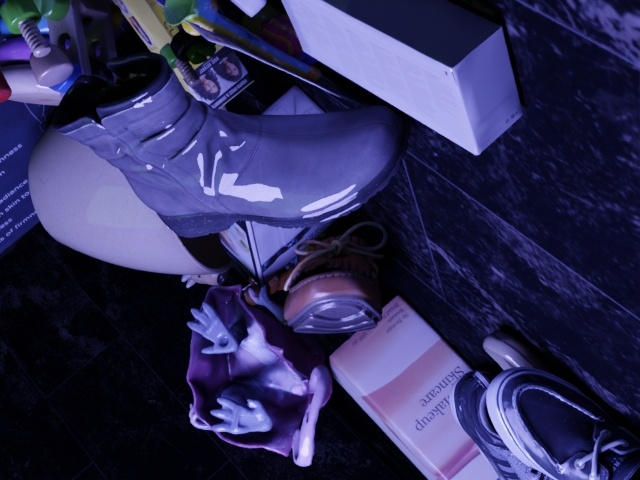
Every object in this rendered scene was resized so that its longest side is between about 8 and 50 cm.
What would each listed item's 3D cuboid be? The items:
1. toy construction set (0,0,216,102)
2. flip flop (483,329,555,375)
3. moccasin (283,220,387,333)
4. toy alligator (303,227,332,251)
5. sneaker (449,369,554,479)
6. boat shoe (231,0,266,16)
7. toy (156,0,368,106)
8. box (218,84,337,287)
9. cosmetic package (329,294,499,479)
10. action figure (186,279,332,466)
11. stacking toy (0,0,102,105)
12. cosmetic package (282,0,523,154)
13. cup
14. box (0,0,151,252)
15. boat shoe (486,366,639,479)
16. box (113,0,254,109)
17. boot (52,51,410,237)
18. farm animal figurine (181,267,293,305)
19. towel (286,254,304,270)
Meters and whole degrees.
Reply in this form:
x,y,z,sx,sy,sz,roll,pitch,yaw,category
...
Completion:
x,y,z,sx,sy,sz,roll,pitch,yaw,category
-0.268,-0.296,1.124,0.237,0.309,0.257,58,143,10,toy construction set
0.283,0.230,1.237,0.277,0.080,0.112,49,168,1,flip flop
0.026,0.050,1.400,0.380,0.139,0.147,0,-93,-81,moccasin
0.000,0.000,1.620,0.051,0.056,0.189,-15,123,31,toy alligator
0.276,0.281,1.356,0.268,0.101,0.153,50,171,11,sneaker
-0.120,-0.332,0.947,0.267,0.088,0.096,54,-174,8,boat shoe
-0.055,-0.212,1.049,0.237,0.056,0.137,11,-157,-47,toy
-0.056,-0.061,1.356,0.087,0.169,0.290,44,165,14,box
0.165,0.245,1.534,0.296,0.153,0.129,44,168,16,cosmetic package
-0.048,0.182,1.479,0.276,0.248,0.370,13,173,23,action figure
-0.332,-0.339,1.270,0.141,0.141,0.330,180,92,-74,stacking toy
0.060,-0.170,0.863,0.239,0.060,0.099,39,166,40,cosmetic package
-0.281,-0.096,1.500,0.331,0.237,0.331,-10,-90,-74,cup
-0.505,-0.270,1.555,0.297,0.480,0.472,46,167,17,box
0.314,0.250,1.131,0.301,0.108,0.102,45,168,7,boat shoe
-0.191,-0.281,1.358,0.232,0.087,0.058,55,165,-19,box
-0.099,-0.108,1.047,0.338,0.118,0.223,-15,140,28,boot
-0.210,-0.016,1.834,0.327,0.172,0.330,38,162,46,farm animal figurine
-0.155,-0.085,1.928,0.370,0.040,0.271,46,167,15,towel
